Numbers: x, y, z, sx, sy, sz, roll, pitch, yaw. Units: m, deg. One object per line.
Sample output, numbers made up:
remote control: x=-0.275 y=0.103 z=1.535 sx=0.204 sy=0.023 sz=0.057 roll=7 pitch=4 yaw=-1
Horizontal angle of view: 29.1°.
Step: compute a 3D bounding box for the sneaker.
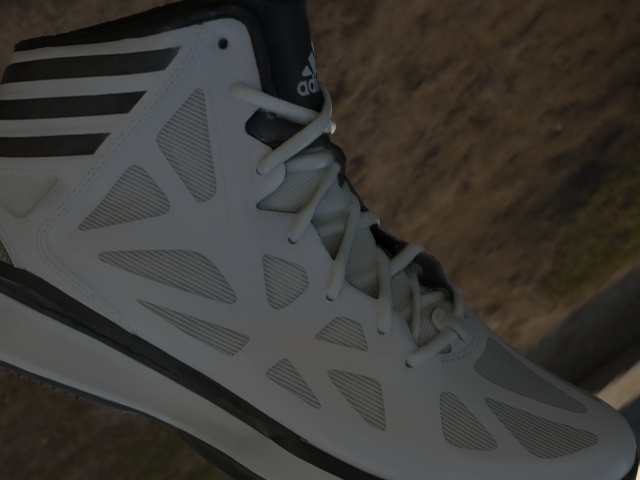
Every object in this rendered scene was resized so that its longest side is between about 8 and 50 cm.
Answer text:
sneaker: x=-0.001 y=0.000 z=0.715 sx=0.169 sy=0.447 sz=0.258 roll=-60 pitch=169 yaw=-68
